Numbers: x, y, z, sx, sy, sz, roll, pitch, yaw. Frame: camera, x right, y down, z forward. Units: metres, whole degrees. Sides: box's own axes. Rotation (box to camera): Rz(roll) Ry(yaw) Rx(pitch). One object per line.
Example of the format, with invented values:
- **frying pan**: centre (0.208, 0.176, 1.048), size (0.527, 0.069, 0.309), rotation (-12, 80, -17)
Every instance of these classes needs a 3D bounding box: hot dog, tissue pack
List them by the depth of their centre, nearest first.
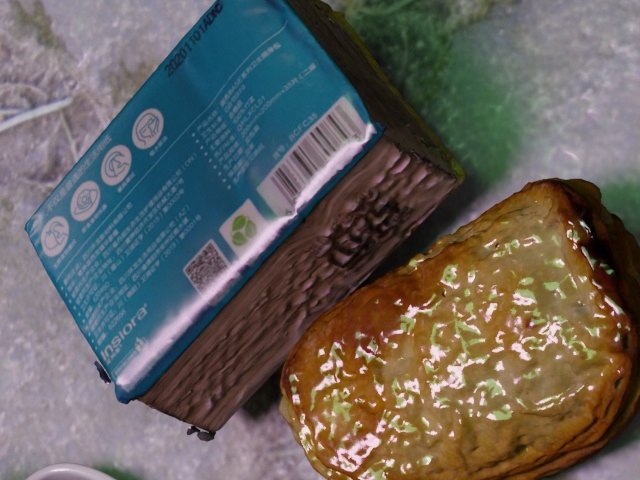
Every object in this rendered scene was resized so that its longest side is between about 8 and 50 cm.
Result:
- **hot dog**: centre (0.100, 0.073, 1.211), size (0.259, 0.114, 0.175), rotation (-30, 66, 27)
- **tissue pack**: centre (-0.056, -0.026, 1.305), size (0.271, 0.134, 0.192), rotation (-46, 53, 18)

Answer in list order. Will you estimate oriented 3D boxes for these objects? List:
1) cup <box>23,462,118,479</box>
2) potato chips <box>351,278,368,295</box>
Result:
- **cup**: centre (-0.233, 0.282, 1.336), size (0.290, 0.219, 0.258), rotation (-40, 51, -17)
- **potato chips**: centre (0.000, 0.000, 1.356), size (0.209, 0.026, 0.142), rotation (-19, 68, 30)
